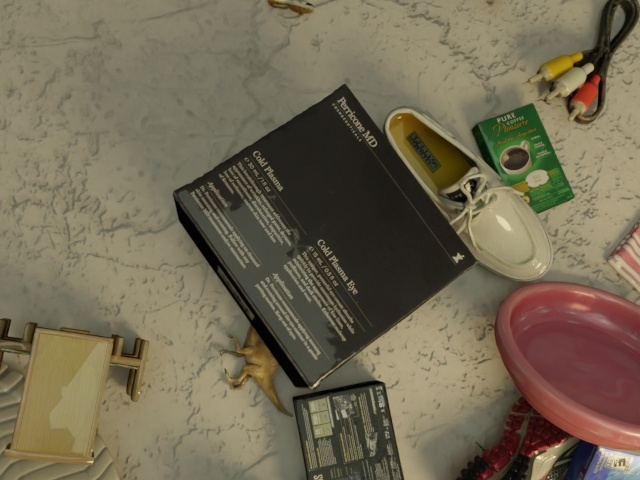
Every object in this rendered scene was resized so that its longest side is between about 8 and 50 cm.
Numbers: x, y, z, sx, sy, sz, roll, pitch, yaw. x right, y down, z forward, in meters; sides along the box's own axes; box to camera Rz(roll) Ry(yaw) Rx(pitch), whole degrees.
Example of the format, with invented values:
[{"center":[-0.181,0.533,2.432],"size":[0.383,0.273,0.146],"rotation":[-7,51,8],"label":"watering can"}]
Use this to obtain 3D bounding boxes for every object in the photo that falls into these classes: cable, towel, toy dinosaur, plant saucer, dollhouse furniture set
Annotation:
[{"center":[0.496,-0.320,1.217],"size":[0.139,0.072,0.287],"rotation":[45,81,-2],"label":"cable"},{"center":[0.609,0.014,1.196],"size":[0.144,0.029,0.197],"rotation":[42,81,4],"label":"towel"},{"center":[-0.105,0.207,1.105],"size":[0.092,0.053,0.183],"rotation":[-17,83,-8],"label":"toy dinosaur"},{"center":[0.421,0.193,1.051],"size":[0.332,0.332,0.084],"rotation":[11,122,-2],"label":"plant saucer"},{"center":[-0.365,0.208,0.980],"size":[0.212,0.242,0.161],"rotation":[12,81,-18],"label":"dollhouse furniture set"}]

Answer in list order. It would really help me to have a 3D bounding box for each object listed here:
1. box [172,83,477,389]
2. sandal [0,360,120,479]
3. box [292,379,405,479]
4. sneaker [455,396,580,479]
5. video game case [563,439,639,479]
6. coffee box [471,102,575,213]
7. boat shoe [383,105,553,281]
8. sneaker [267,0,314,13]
[{"center":[0.000,0.000,1.068],"size":[0.312,0.179,0.343],"rotation":[-34,85,-13],"label":"box"},{"center":[-0.452,0.306,1.030],"size":[0.416,0.102,0.169],"rotation":[40,37,18],"label":"sandal"},{"center":[0.043,0.323,1.085],"size":[0.147,0.077,0.180],"rotation":[-11,82,-6],"label":"box"},{"center":[0.334,0.345,1.097],"size":[0.299,0.121,0.112],"rotation":[-37,121,-18],"label":"sneaker"},{"center":[0.484,0.425,1.048],"size":[0.244,0.061,0.269],"rotation":[11,111,-3],"label":"video game case"},{"center":[0.349,-0.134,1.194],"size":[0.113,0.040,0.184],"rotation":[-22,84,-7],"label":"coffee box"},{"center":[0.233,-0.078,1.102],"size":[0.136,0.156,0.367],"rotation":[-40,84,14],"label":"boat shoe"},{"center":[-0.050,-0.426,1.214],"size":[0.083,0.032,0.037],"rotation":[14,81,-2],"label":"sneaker"}]
